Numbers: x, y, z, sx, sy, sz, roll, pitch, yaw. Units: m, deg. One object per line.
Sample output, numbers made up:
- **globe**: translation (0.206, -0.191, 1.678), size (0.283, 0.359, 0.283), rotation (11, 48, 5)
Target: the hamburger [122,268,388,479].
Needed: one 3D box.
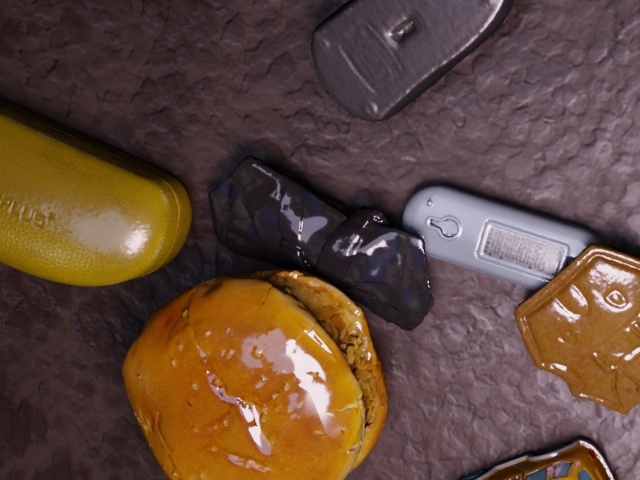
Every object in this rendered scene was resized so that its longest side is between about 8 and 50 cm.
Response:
- **hamburger**: translation (-0.084, 0.180, 1.460), size (0.314, 0.170, 0.290), rotation (-25, 94, 29)

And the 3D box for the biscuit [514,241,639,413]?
- **biscuit**: translation (0.334, 0.112, 1.380), size (0.215, 0.034, 0.182), rotation (42, 118, -6)

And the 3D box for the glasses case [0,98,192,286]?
- **glasses case**: translation (-0.352, -0.054, 1.546), size (0.371, 0.141, 0.173), rotation (24, 104, 14)

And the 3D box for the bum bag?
- **bum bag**: translation (0.000, 0.000, 1.473), size (0.310, 0.074, 0.137), rotation (24, 124, 14)

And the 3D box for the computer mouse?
- **computer mouse**: translation (0.112, -0.250, 1.403), size (0.270, 0.086, 0.137), rotation (-37, 91, 27)

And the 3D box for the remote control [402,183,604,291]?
- **remote control**: translation (0.209, 0.002, 1.425), size (0.244, 0.047, 0.087), rotation (18, 106, 16)

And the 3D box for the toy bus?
- **toy bus**: translation (0.233, 0.321, 1.411), size (0.209, 0.136, 0.126), rotation (-24, 89, 20)
